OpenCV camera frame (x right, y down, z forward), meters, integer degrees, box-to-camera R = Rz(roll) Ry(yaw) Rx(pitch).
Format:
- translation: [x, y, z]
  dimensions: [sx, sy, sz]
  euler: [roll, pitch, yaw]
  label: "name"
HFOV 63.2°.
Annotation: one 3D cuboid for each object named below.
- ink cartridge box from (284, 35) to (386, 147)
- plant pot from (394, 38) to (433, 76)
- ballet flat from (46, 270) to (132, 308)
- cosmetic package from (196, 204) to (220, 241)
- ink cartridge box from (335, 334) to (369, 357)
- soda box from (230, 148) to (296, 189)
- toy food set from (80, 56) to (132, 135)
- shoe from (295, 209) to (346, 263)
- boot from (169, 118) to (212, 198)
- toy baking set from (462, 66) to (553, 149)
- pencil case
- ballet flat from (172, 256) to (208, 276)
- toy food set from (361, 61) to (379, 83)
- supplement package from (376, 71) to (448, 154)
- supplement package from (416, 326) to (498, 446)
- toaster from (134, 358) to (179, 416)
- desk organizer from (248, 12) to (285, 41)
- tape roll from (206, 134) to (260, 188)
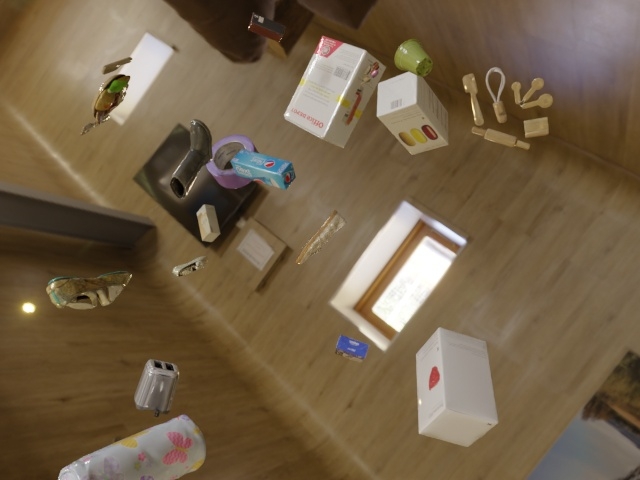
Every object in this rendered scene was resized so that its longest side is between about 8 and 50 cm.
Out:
- translation: [0.054, -0.627, 2.208]
  dimensions: [0.279, 0.384, 0.161]
  euler: [37, -166, 37]
  label: "ink cartridge box"
- translation: [0.246, -0.460, 1.332]
  dimensions: [0.083, 0.083, 0.079]
  euler: [31, -161, -47]
  label: "plant pot"
- translation: [-0.797, 0.182, 1.842]
  dimensions: [0.123, 0.123, 0.349]
  euler: [37, -166, 19]
  label: "ballet flat"
- translation: [-0.383, -0.059, 1.775]
  dimensions: [0.041, 0.060, 0.115]
  euler: [8, -128, -42]
  label: "cosmetic package"
- translation: [0.101, 0.360, 1.720]
  dimensions: [0.097, 0.046, 0.207]
  euler: [19, 164, 5]
  label: "ink cartridge box"
- translation: [-0.190, -0.237, 1.731]
  dimensions: [0.210, 0.067, 0.071]
  euler: [19, 147, 26]
  label: "soda box"
- translation: [-0.483, -0.327, 1.208]
  dimensions: [0.039, 0.192, 0.132]
  euler: [34, -146, -6]
  label: "toy food set"
- translation: [0.000, 0.000, 1.712]
  dimensions: [0.058, 0.219, 0.076]
  euler: [39, -175, -4]
  label: "shoe"
- translation: [-0.429, -0.266, 1.696]
  dimensions: [0.076, 0.208, 0.189]
  euler: [13, 137, 21]
  label: "boot"
- translation: [0.496, -0.355, 1.400]
  dimensions: [0.257, 0.196, 0.030]
  euler: [17, -146, 13]
  label: "toy baking set"
- translation: [-0.358, 0.445, 1.016]
  dimensions: [0.273, 0.114, 0.124]
  euler: [-12, -94, -50]
  label: "pencil case"
- translation: [-0.555, 0.119, 2.254]
  dimensions: [0.168, 0.057, 0.052]
  euler: [-24, -140, -32]
  label: "ballet flat"
- translation: [0.194, -0.629, 1.953]
  dimensions: [0.019, 0.122, 0.078]
  euler: [41, 143, -26]
  label: "toy food set"
- translation: [0.300, -0.402, 1.663]
  dimensions: [0.139, 0.133, 0.244]
  euler: [-12, 151, 34]
  label: "supplement package"
- translation: [0.417, 0.456, 1.633]
  dimensions: [0.176, 0.177, 0.292]
  euler: [18, -138, -9]
  label: "supplement package"
- translation: [-0.566, 0.506, 1.810]
  dimensions: [0.129, 0.146, 0.227]
  euler: [17, 175, -17]
  label: "toaster"
- translation: [-0.207, -0.812, 1.988]
  dimensions: [0.130, 0.047, 0.050]
  euler: [15, 162, -21]
  label: "desk organizer"
- translation: [-0.314, -0.288, 1.898]
  dimensions: [0.189, 0.189, 0.080]
  euler: [38, 169, 31]
  label: "tape roll"
